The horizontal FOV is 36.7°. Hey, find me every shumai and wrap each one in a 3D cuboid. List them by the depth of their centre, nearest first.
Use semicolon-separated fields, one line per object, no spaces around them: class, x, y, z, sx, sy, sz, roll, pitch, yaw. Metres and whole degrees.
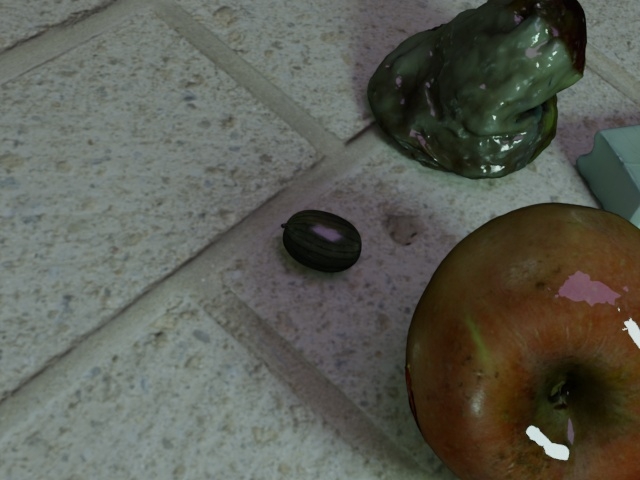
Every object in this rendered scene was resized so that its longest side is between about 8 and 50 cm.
shumai;0.249;-0.270;1.417;0.304;0.263;0.309;12;52;-11

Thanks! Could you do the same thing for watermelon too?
watermelon;0.000;0.000;1.260;0.110;0.078;0.078;20;52;-1

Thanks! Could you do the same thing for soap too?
soap;0.564;-0.101;1.498;0.289;0.095;0.173;-10;59;-23

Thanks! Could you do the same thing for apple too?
apple;0.252;0.125;1.096;0.338;0.338;0.305;16;13;-6
